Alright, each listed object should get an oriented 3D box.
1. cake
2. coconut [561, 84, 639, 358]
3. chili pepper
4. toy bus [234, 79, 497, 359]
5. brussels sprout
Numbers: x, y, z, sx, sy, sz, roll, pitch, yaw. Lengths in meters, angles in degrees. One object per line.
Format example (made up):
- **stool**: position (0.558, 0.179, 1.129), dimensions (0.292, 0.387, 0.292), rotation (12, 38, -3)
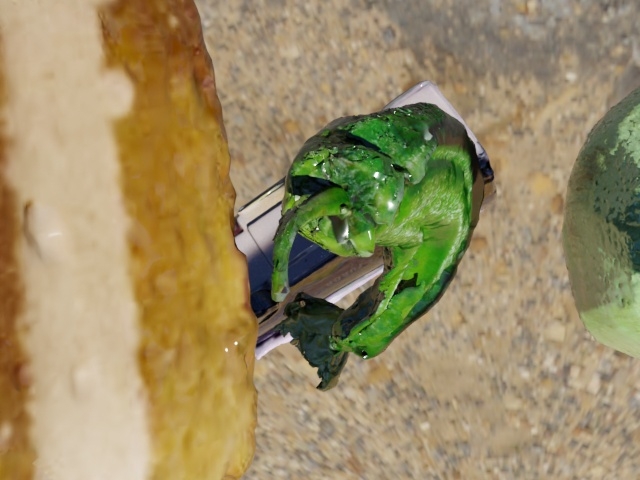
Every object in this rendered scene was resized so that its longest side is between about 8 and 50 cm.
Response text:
- **cake**: position (-0.185, 0.013, 0.453), dimensions (0.196, 0.293, 0.199), rotation (3, 104, 46)
- **coconut**: position (0.362, -0.023, 1.329), dimensions (0.281, 0.328, 0.329), rotation (22, 79, -8)
- **chili pepper**: position (0.023, -0.010, 0.686), dimensions (0.065, 0.279, 0.122), rotation (24, 84, 17)
- **toy bus**: position (0.000, 0.000, 1.275), dimensions (0.317, 0.138, 0.112), rotation (-32, 66, 2)
- **brussels sprout**: position (-0.003, 0.076, 1.188), dimensions (0.058, 0.085, 0.085), rotation (-40, 74, -14)
